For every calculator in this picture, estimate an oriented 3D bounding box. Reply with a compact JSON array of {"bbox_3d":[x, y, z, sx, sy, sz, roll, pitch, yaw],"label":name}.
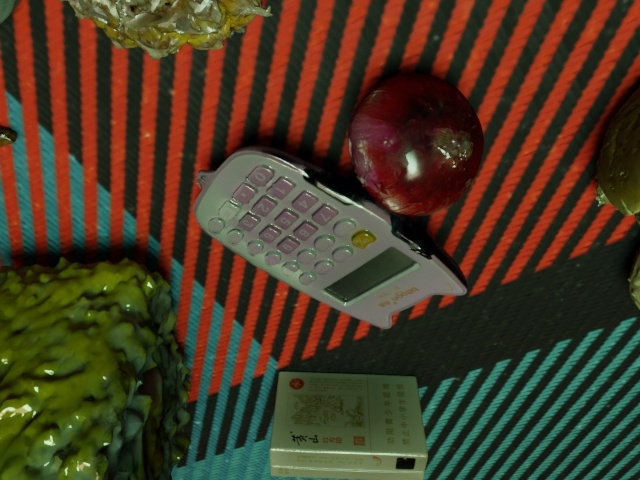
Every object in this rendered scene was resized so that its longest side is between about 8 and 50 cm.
[{"bbox_3d":[0.001,-0.001,0.615,0.294,0.043,0.194,30,144,-17],"label":"calculator"}]

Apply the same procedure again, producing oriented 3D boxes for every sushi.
[{"bbox_3d":[-0.276,0.243,0.632,0.240,0.396,0.351,-2,136,-1],"label":"sushi"}]

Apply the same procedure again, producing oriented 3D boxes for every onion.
[{"bbox_3d":[0.088,-0.085,0.520,0.131,0.131,0.131,1,129,1],"label":"onion"}]

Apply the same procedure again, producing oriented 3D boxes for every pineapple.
[{"bbox_3d":[-0.132,-0.233,0.444,0.225,0.076,0.224,0,130,0],"label":"pineapple"}]

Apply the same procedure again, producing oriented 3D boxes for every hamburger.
[{"bbox_3d":[0.317,-0.073,0.511,0.131,0.159,0.185,15,155,-15],"label":"hamburger"}]

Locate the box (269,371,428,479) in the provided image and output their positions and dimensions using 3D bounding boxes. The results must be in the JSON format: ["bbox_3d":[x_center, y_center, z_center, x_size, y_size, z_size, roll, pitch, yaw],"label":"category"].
[{"bbox_3d":[0.037,0.249,0.779,0.201,0.141,0.058,2,124,-1],"label":"box"}]

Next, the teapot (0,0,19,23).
[{"bbox_3d":[-0.322,-0.219,0.439,0.149,0.108,0.111,37,119,-24],"label":"teapot"}]

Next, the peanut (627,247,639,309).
[{"bbox_3d":[0.418,0.001,0.600,0.098,0.090,0.214,47,120,5],"label":"peanut"}]

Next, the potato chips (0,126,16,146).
[{"bbox_3d":[-0.402,-0.068,0.617,0.204,0.026,0.037,-31,135,23],"label":"potato chips"}]
